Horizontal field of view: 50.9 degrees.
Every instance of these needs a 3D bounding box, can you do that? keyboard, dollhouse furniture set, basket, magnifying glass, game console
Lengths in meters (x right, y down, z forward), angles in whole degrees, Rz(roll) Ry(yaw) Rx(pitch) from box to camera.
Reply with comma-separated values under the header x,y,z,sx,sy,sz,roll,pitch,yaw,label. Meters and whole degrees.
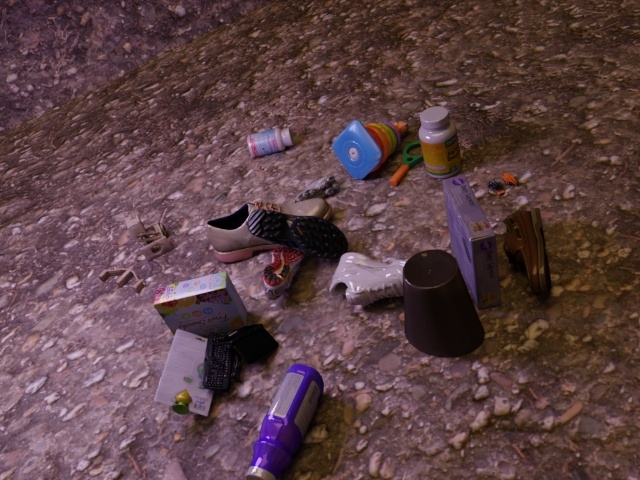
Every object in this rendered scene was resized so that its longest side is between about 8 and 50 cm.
x,y,z,sx,sy,sz,roll,pitch,yaw,label
-0.251,0.307,1.749,0.100,0.038,0.192,10,38,-10,keyboard
-0.580,-0.056,2.235,0.101,0.161,0.182,-27,41,-9,dollhouse furniture set
0.276,0.145,1.602,0.204,0.227,0.154,9,47,31,basket
0.291,-0.259,2.219,0.092,0.026,0.231,13,50,33,magnifying glass
-0.193,0.274,1.771,0.107,0.071,0.122,-14,8,40,game console

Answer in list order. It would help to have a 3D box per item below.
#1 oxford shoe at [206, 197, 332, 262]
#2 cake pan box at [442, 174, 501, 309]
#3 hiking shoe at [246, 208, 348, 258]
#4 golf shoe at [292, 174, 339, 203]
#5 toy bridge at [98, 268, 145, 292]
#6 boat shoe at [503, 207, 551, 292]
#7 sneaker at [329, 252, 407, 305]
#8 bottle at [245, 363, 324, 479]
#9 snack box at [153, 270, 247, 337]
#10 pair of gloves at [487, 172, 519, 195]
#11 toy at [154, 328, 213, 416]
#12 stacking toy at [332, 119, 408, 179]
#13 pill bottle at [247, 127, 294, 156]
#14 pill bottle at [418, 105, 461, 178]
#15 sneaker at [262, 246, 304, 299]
x,y,z,sx,sy,sz,roll,pitch,yaw,label
-0.159,-0.059,2.076,0.397,0.147,0.140,-22,38,-3,oxford shoe
0.382,0.000,1.712,0.070,0.246,0.267,-13,38,2,cake pan box
-0.065,-0.028,1.976,0.304,0.113,0.132,19,-2,-7,hiking shoe
-0.024,-0.153,2.212,0.176,0.069,0.086,-32,21,-20,golf shoe
-0.627,0.120,2.158,0.188,0.026,0.063,12,48,32,toy bridge
0.528,0.033,1.734,0.104,0.111,0.307,-9,31,18,boat shoe
0.159,0.124,1.783,0.305,0.114,0.152,7,53,40,sneaker
-0.080,0.420,1.518,0.092,0.118,0.283,11,48,19,bottle
-0.324,0.185,1.843,0.207,0.174,0.070,-12,43,8,snack box
0.549,-0.169,2.021,0.083,0.010,0.074,-29,41,-7,pair of gloves
-0.337,0.347,1.734,0.136,0.056,0.237,19,35,-10,toy
0.203,-0.339,2.270,0.302,0.166,0.175,-32,-7,-40,stacking toy
-0.184,-0.366,2.488,0.160,0.087,0.087,-13,40,9,pill bottle
0.370,-0.307,2.096,0.117,0.208,0.118,-11,40,10,pill bottle
-0.113,0.089,1.938,0.088,0.093,0.225,17,31,13,sneaker
